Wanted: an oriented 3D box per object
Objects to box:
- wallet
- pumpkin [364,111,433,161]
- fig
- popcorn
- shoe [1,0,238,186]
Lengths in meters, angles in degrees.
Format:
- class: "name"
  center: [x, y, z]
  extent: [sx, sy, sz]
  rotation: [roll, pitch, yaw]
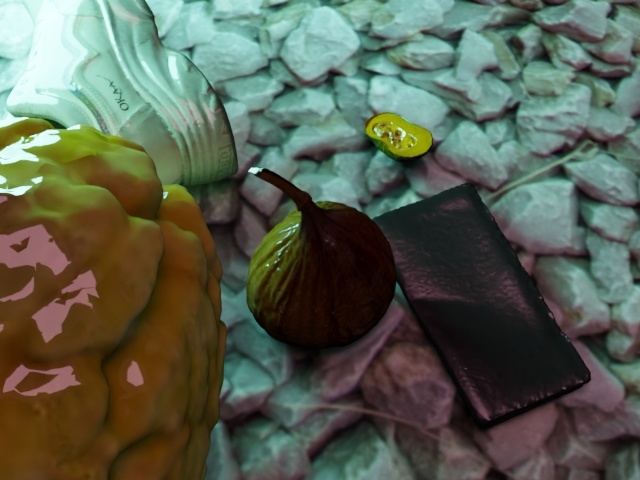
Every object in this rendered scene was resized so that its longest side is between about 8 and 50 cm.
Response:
- class: "wallet"
  center: [0.149, 0.058, 1.039]
  extent: [0.124, 0.025, 0.244]
  rotation: [-20, 62, -15]
- class: "pumpkin"
  center: [0.084, -0.106, 1.141]
  extent: [0.050, 0.028, 0.083]
  rotation: [-34, 56, -20]
- class: "fig"
  center: [0.000, 0.000, 0.970]
  extent: [0.133, 0.201, 0.146]
  rotation: [20, 51, 20]
- class: "popcorn"
  center: [-0.245, 0.097, 0.801]
  extent: [0.344, 0.354, 0.390]
  rotation: [10, 52, -8]
- class: "shoe"
  center: [-0.255, -0.158, 1.093]
  extent: [0.210, 0.132, 0.342]
  rotation: [-30, 67, -23]
